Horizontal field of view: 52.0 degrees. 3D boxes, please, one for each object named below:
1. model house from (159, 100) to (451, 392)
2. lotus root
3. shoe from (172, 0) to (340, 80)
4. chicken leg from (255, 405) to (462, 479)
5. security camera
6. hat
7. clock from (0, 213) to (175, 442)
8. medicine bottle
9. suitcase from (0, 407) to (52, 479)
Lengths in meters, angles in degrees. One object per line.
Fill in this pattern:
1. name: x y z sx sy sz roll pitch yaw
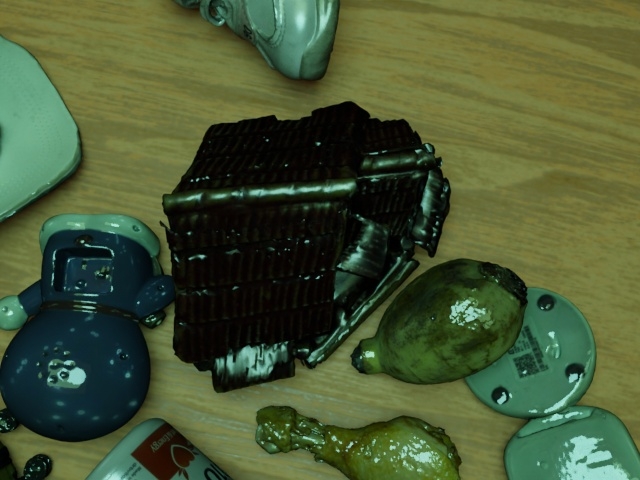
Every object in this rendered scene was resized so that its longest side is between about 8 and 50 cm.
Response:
1. model house: 0.000 0.000 0.689 0.316 0.282 0.298 -3 77 -3
2. lotus root: 0.135 0.098 0.751 0.214 0.138 0.139 -29 79 20
3. shoe: -0.110 -0.334 0.813 0.198 0.172 0.351 -17 67 -16
4. chicken leg: 0.044 0.241 0.743 0.251 0.087 0.108 13 85 6
5. security camera: 0.267 0.201 0.762 0.157 0.080 0.302 -23 64 15
6. hat: -0.450 -0.116 0.783 0.301 0.168 0.258 -34 105 -32
7. clock: -0.266 0.098 0.733 0.199 0.146 0.244 4 70 -6
8. medicine bottle: -0.117 0.331 0.676 0.288 0.157 0.157 39 79 6
9. suitcase: -0.409 0.290 0.655 0.234 0.194 0.143 -34 91 -8
